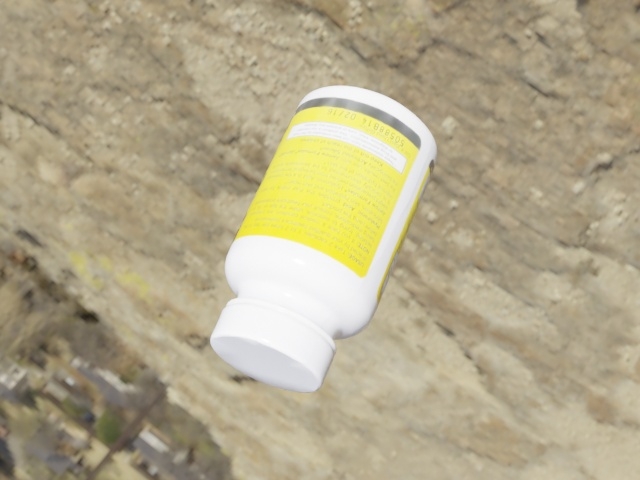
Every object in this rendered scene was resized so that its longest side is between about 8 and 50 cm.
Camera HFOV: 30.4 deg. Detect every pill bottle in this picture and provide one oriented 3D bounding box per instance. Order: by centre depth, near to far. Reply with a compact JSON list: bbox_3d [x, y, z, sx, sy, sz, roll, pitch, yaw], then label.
[{"bbox_3d":[0.000,0.000,0.479,0.065,0.116,0.065,19,155,10],"label":"pill bottle"}]
